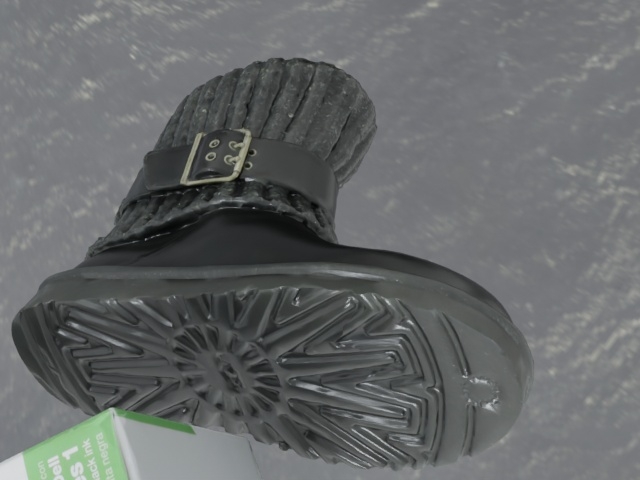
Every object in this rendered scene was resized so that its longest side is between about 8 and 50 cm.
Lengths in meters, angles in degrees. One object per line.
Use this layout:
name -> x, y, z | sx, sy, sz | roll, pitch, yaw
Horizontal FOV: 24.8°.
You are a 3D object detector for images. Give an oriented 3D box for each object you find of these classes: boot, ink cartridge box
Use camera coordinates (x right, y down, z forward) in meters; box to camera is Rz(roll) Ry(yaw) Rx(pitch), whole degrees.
boot -> -0.002, -0.003, 0.919 | 0.260, 0.348, 0.131 | -55, 140, -43
ink cartridge box -> -0.147, 0.176, 0.736 | 0.219, 0.160, 0.093 | -26, 69, 14
